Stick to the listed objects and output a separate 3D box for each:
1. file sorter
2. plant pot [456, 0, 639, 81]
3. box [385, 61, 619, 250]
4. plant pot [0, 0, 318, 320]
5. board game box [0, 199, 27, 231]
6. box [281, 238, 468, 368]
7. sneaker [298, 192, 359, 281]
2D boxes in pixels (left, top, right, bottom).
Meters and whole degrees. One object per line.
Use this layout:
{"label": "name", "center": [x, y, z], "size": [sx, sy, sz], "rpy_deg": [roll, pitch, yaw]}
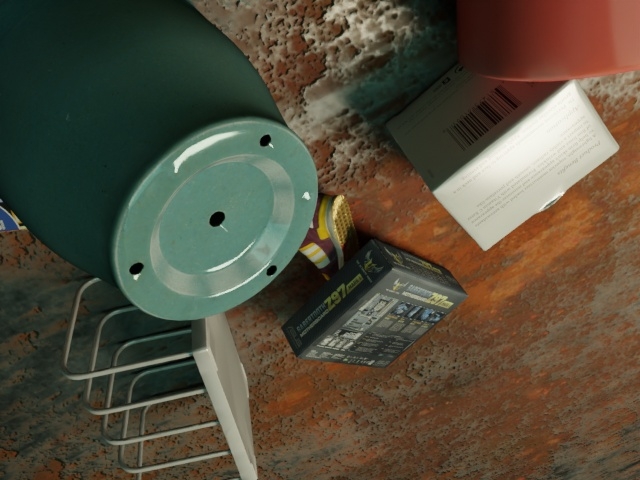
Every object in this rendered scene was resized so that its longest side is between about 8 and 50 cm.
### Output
{"label": "file sorter", "center": [-0.202, 0.188, 0.822], "size": [0.173, 0.193, 0.278], "rpy_deg": [-12, 128, -3]}
{"label": "plant pot", "center": [0.245, -0.308, 0.551], "size": [0.275, 0.275, 0.243], "rpy_deg": [-18, 118, -1]}
{"label": "box", "center": [0.198, -0.121, 0.707], "size": [0.181, 0.182, 0.119], "rpy_deg": [-40, 123, 14]}
{"label": "plant pot", "center": [-0.144, -0.074, 0.547], "size": [0.271, 0.255, 0.272], "rpy_deg": [-27, 139, -27]}
{"label": "board game box", "center": [-0.316, -0.084, 0.682], "size": [0.193, 0.045, 0.147], "rpy_deg": [-6, 126, -11]}
{"label": "box", "center": [0.084, 0.100, 0.870], "size": [0.183, 0.059, 0.232], "rpy_deg": [-45, 146, 20]}
{"label": "sneaker", "center": [0.000, 0.000, 0.823], "size": [0.084, 0.069, 0.185], "rpy_deg": [10, 143, 18]}
